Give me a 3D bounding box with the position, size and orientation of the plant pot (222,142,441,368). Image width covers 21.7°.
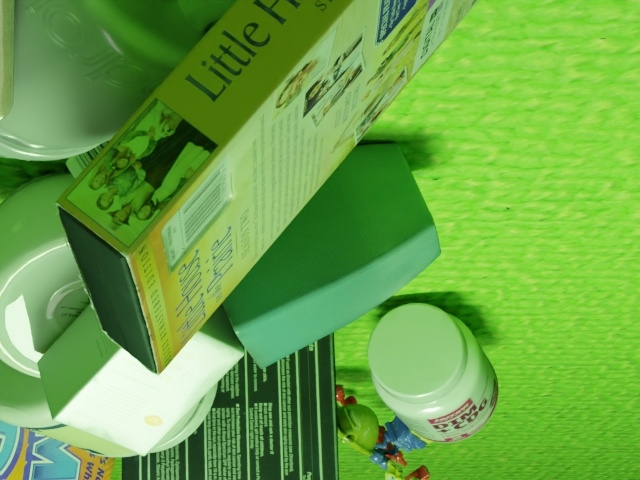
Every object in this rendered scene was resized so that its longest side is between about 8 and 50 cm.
[{"bbox_3d":[0.000,0.000,1.777,0.234,0.165,0.165,-24,161,1],"label":"plant pot"}]

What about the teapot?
[{"bbox_3d":[-0.274,0.015,1.805,0.252,0.187,0.256,-29,135,4],"label":"teapot"}]

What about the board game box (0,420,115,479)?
[{"bbox_3d":[-0.550,0.341,2.330,0.356,0.356,0.356,8,172,40],"label":"board game box"}]

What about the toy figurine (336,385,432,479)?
[{"bbox_3d":[0.147,0.267,2.767,0.217,0.191,0.362,-37,146,7],"label":"toy figurine"}]

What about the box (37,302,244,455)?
[{"bbox_3d":[-0.189,0.122,1.741,0.130,0.091,0.170,29,114,-39],"label":"box"}]

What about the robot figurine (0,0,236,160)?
[{"bbox_3d":[-0.167,-0.176,1.177,0.300,0.199,0.353,35,145,-27],"label":"robot figurine"}]

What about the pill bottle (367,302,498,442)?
[{"bbox_3d":[0.160,0.190,2.401,0.160,0.160,0.283,-6,162,13],"label":"pill bottle"}]

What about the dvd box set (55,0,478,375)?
[{"bbox_3d":[-0.006,-0.114,1.138,0.062,0.420,0.307,37,166,10],"label":"dvd box set"}]

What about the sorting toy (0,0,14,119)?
[{"bbox_3d":[-0.283,-0.187,1.091,0.047,0.196,0.347,-32,142,-42],"label":"sorting toy"}]

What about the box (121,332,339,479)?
[{"bbox_3d":[-0.124,0.249,2.333,0.294,0.296,0.183,-2,161,0],"label":"box"}]

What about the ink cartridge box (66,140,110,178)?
[{"bbox_3d":[-0.096,-0.092,1.544,0.189,0.066,0.232,-45,155,14],"label":"ink cartridge box"}]

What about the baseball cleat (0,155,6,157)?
[{"bbox_3d":[-0.349,-0.110,1.604,0.206,0.072,0.109,-14,142,28],"label":"baseball cleat"}]

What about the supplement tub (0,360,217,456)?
[{"bbox_3d":[-0.281,0.141,2.084,0.235,0.235,0.325,-8,161,18],"label":"supplement tub"}]
